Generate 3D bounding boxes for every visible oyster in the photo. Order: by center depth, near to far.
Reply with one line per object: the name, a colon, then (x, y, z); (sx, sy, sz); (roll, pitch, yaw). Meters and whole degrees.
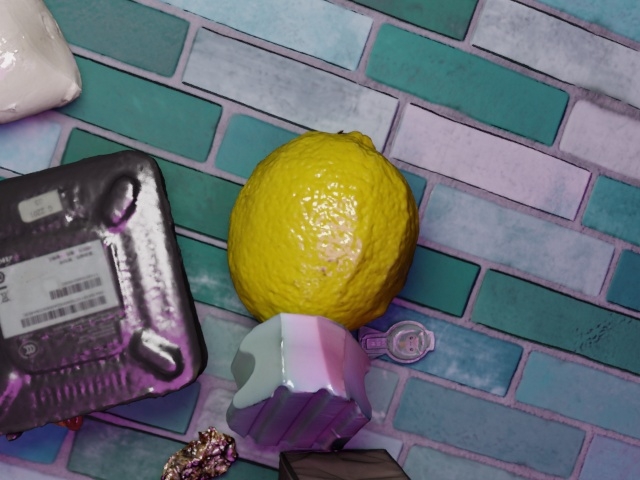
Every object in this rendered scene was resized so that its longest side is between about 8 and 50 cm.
oyster: (-0.184, 0.343, 1.562); (0.086, 0.029, 0.132); (39, 87, -13)

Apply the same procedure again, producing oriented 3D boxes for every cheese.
cheese: (-0.439, -0.245, 1.381); (0.189, 0.154, 0.198); (-28, 101, 0)
cheese: (0.117, 0.158, 1.595); (0.120, 0.026, 0.067); (-3, 97, -10)

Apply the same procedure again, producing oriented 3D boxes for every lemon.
lemon: (0.000, 0.000, 1.435); (0.268, 0.268, 0.322); (13, 91, -12)

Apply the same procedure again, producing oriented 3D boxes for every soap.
soap: (-0.028, 0.202, 1.420); (0.193, 0.324, 0.109); (5, 67, -10)

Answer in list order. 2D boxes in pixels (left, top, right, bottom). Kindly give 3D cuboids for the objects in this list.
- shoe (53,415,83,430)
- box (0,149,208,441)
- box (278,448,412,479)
shoe: (-0.363, 0.220, 1.496); (0.069, 0.072, 0.109); (25, 87, 26)
box: (-0.356, 0.075, 1.419); (0.359, 0.091, 0.350); (-15, 87, 2)
box: (0.039, 0.408, 1.497); (0.188, 0.252, 0.153); (2, 95, -10)
